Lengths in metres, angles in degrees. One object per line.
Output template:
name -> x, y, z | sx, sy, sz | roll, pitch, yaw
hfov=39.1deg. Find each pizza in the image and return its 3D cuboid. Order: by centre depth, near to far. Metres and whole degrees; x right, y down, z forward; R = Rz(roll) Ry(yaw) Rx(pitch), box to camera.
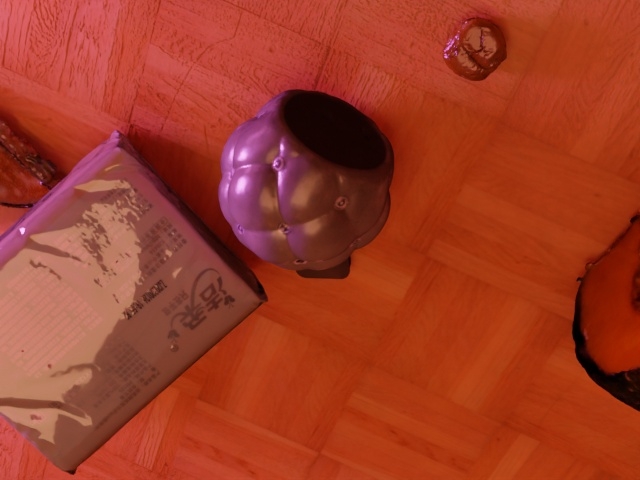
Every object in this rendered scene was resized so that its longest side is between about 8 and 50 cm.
pizza -> -0.508, -0.139, 1.450 | 0.185, 0.052, 0.195 | -3, 126, 27

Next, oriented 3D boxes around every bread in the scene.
bread -> 0.201, -0.248, 1.171 | 0.083, 0.046, 0.081 | -16, 114, 26

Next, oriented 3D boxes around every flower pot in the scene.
flower pot -> -0.020, -0.078, 1.232 | 0.246, 0.246, 0.195 | 29, 126, -3

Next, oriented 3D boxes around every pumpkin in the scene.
pumpkin -> 0.488, 0.120, 1.193 | 0.225, 0.303, 0.256 | 25, 99, -8

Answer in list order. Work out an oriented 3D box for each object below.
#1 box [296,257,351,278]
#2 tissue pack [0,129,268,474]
box -> 0.000, 0.000, 1.401 | 0.090, 0.031, 0.126 | 0, 121, 17
tissue pack -> -0.342, 0.089, 1.370 | 0.405, 0.205, 0.332 | -42, 108, 1
